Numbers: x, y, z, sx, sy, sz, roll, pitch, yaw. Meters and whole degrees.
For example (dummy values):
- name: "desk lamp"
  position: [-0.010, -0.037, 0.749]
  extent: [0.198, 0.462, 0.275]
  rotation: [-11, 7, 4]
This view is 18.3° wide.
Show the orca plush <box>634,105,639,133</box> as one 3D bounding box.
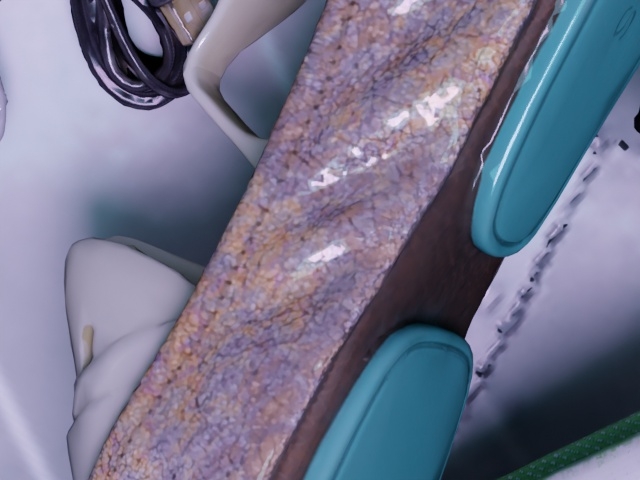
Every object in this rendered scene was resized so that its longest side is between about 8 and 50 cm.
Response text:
- name: "orca plush"
  position: [0.189, 0.040, 0.563]
  extent: [0.287, 0.102, 0.151]
  rotation: [39, 130, -23]

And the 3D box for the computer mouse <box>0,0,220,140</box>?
- name: "computer mouse"
  position: [-0.125, -0.040, 0.524]
  extent: [0.193, 0.042, 0.106]
  rotation: [-36, 112, -1]

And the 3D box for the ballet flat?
- name: "ballet flat"
  position: [0.000, 0.000, 0.503]
  extent: [0.106, 0.107, 0.316]
  rotation: [25, 84, 22]

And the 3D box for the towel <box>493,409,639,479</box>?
- name: "towel"
  position: [0.124, 0.205, 0.552]
  extent: [0.248, 0.038, 0.324]
  rotation: [-31, 97, 27]
